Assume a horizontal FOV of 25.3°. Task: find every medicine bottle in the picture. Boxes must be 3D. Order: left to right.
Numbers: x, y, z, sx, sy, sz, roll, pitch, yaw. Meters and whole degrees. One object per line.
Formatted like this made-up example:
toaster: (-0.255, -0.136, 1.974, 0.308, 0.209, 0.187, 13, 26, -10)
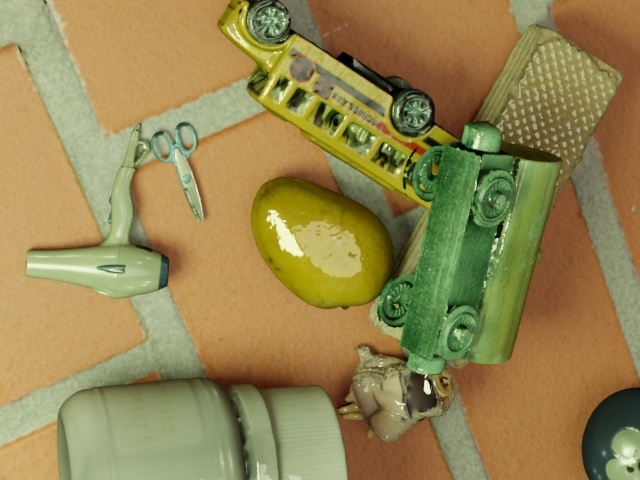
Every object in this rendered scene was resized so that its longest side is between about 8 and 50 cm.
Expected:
medicine bottle: (-0.139, 0.278, 1.641, 0.306, 0.245, 0.245, -5, 100, -15)

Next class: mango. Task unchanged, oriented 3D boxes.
mango: (0.000, 0.000, 1.712, 0.137, 0.098, 0.195, -45, 99, -1)

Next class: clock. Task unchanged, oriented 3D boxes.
clock: (0.454, 0.283, 1.852, 0.243, 0.146, 0.200, 16, 90, -21)

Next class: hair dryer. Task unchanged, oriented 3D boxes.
hair dryer: (-0.269, -0.027, 1.663, 0.167, 0.067, 0.199, -10, 91, -7)

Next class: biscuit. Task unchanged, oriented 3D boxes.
biscuit: (0.218, -0.050, 1.768, 0.144, 0.078, 0.426, 29, 92, -19)

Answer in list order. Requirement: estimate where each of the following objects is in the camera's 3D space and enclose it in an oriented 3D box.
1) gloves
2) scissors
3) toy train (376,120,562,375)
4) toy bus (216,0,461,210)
gloves: (0.098, 0.187, 1.758, 0.094, 0.144, 0.110, -19, 109, -53)
scissors: (-0.162, -0.078, 1.695, 0.058, 0.014, 0.119, -22, 104, -22)
toy train: (0.175, 0.008, 1.662, 0.189, 0.126, 0.307, -6, 113, -49)
toy bus: (0.023, -0.166, 1.678, 0.335, 0.121, 0.123, 31, 98, -18)
